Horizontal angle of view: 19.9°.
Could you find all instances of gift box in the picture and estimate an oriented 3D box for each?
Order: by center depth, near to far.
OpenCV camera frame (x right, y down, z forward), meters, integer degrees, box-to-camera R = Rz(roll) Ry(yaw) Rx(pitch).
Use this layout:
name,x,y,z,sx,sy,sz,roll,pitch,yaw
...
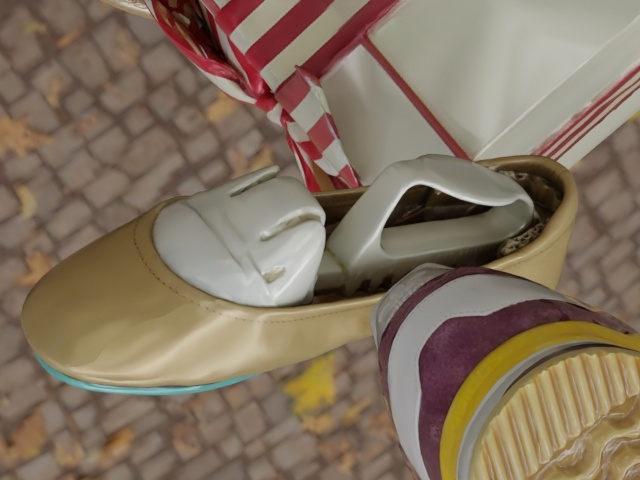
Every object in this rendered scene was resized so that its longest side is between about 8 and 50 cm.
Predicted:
name,x,y,z,sx,sy,sz,roll,pitch,yaw
gift box,0.050,-0.147,0.902,0.258,0.255,0.276,-41,163,9

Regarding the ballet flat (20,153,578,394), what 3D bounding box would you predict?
name,x,y,z,sx,sy,sz,roll,pitch,yaw
ballet flat,0.000,0.000,0.674,0.232,0.080,0.073,-8,137,-36

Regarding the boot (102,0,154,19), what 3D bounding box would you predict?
name,x,y,z,sx,sy,sz,roll,pitch,yaw
boot,-0.177,-0.209,1.135,0.248,0.207,0.090,31,84,-12

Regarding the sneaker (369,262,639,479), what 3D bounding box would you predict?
name,x,y,z,sx,sy,sz,roll,pitch,yaw
sneaker,0.082,0.072,0.400,0.069,0.084,0.185,-40,118,-2
